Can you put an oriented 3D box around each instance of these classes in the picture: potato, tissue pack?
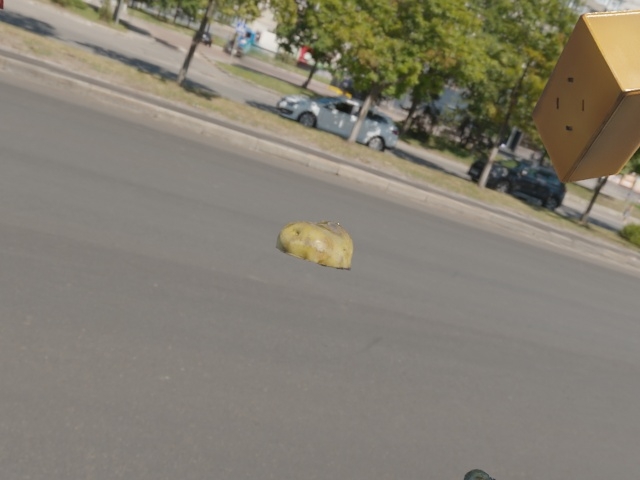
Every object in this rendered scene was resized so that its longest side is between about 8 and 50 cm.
[{"bbox_3d":[0.000,0.000,1.180,0.164,0.081,0.200,20,8,18],"label":"potato"},{"bbox_3d":[0.545,-0.267,1.130,0.145,0.274,0.194,-6,62,-4],"label":"tissue pack"}]

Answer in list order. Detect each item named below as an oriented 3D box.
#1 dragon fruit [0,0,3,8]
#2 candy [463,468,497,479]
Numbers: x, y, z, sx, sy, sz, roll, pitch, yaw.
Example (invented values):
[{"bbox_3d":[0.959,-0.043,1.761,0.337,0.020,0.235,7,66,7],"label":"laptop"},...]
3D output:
[{"bbox_3d":[-0.201,-0.148,0.173,0.100,0.344,0.282,16,3,0],"label":"dragon fruit"},{"bbox_3d":[0.231,0.490,0.878,0.143,0.271,0.101,17,-27,37],"label":"candy"}]
